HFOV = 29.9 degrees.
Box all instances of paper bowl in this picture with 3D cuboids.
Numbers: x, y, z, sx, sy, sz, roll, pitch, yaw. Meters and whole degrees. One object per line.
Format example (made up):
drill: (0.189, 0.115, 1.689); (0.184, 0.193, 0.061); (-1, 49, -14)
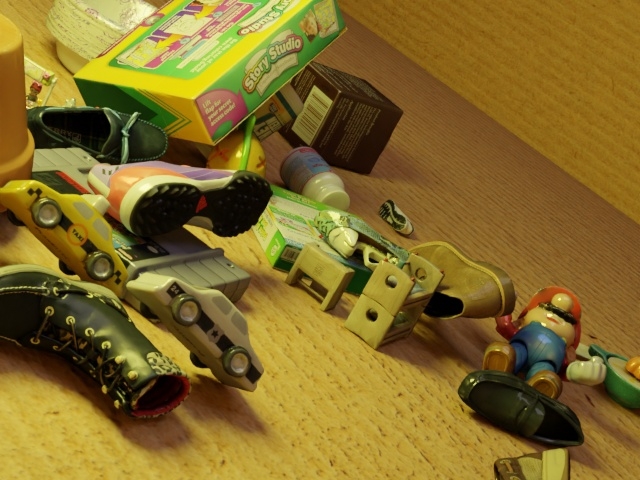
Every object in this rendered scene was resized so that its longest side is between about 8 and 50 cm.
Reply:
paper bowl: (-0.392, -0.378, 2.317); (0.284, 0.148, 0.284); (27, 18, -10)

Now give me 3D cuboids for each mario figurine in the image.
mario figurine: (0.371, 0.152, 2.000); (0.198, 0.170, 0.320); (63, 27, -7)

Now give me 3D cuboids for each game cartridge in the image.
game cartridge: (-0.288, -0.020, 1.672); (0.355, 0.068, 0.230); (36, 15, 18)

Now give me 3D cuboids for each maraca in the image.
maraca: (-0.137, -0.139, 2.009); (0.099, 0.185, 0.127); (13, 0, -18)

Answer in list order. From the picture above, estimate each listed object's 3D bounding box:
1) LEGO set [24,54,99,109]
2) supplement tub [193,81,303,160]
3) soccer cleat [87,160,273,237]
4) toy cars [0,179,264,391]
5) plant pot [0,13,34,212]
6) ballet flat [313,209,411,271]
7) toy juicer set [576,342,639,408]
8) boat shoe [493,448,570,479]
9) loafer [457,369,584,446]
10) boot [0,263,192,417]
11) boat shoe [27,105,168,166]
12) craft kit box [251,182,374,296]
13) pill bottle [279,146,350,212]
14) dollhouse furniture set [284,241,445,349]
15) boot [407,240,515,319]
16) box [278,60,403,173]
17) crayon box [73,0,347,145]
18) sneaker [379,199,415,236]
LEGO set: (-0.420, -0.222, 1.927); (0.287, 0.107, 0.132); (25, 19, -13)
supplement tub: (-0.147, -0.238, 2.175); (0.144, 0.200, 0.144); (54, 2, -3)
soccer cleat: (-0.190, -0.070, 1.706); (0.116, 0.108, 0.318); (34, 21, 28)
toy cars: (-0.218, 0.035, 1.451); (0.394, 0.087, 0.176); (34, -21, 12)
plant pot: (-0.490, -0.183, 1.489); (0.291, 0.203, 0.291); (15, 26, -7)
ballet flat: (0.071, 0.013, 1.948); (0.188, 0.070, 0.070); (26, 18, 0)
toy juicer set: (0.591, 0.257, 2.190); (0.209, 0.089, 0.329); (14, 23, -38)
boat shoe: (0.229, 0.345, 1.423); (0.123, 0.123, 0.342); (2, 19, 14)
loafer: (0.305, 0.253, 1.794); (0.223, 0.076, 0.078); (24, 11, -26)
boot: (-0.261, 0.111, 1.302); (0.178, 0.085, 0.236); (39, 14, 32)
boat shoe: (-0.344, -0.156, 1.872); (0.258, 0.109, 0.089); (-3, -3, -39)
craft kit box: (0.000, 0.000, 2.051); (0.250, 0.061, 0.246); (20, 23, -27)
pill bottle: (-0.009, -0.104, 2.257); (0.087, 0.087, 0.160); (15, 23, -37)
dollhouse furniture set: (0.071, 0.057, 1.882); (0.184, 0.129, 0.129); (36, 19, 20)
boot: (0.191, 0.070, 2.007); (0.115, 0.112, 0.305); (-13, 13, -24)
box: (0.033, -0.271, 2.630); (0.203, 0.168, 0.167); (12, 24, -42)
crayon box: (-0.188, -0.323, 2.065); (0.313, 0.106, 0.363); (16, 49, 39)
sneaker: (0.155, -0.043, 2.431); (0.044, 0.040, 0.109); (36, 14, -38)
